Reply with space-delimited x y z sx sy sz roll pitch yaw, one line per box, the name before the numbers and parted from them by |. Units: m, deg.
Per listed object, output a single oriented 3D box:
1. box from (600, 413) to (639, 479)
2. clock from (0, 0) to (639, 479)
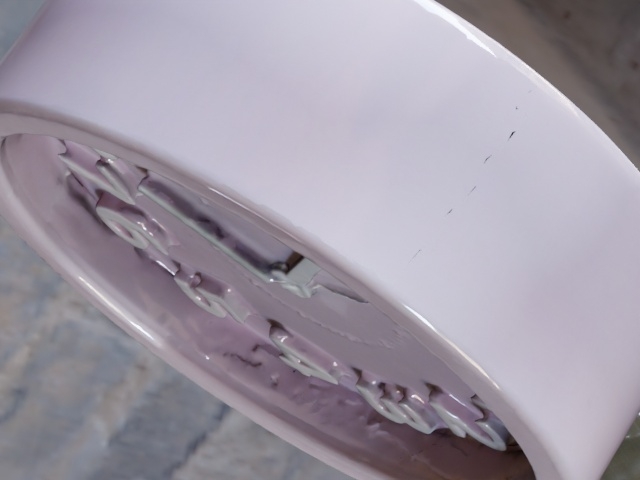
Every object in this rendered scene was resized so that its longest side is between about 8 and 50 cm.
box | 0.258 0.148 1.157 0.149 0.231 0.155 -33 20 19
clock | 0.000 0.000 0.491 0.197 0.197 0.068 10 60 51
